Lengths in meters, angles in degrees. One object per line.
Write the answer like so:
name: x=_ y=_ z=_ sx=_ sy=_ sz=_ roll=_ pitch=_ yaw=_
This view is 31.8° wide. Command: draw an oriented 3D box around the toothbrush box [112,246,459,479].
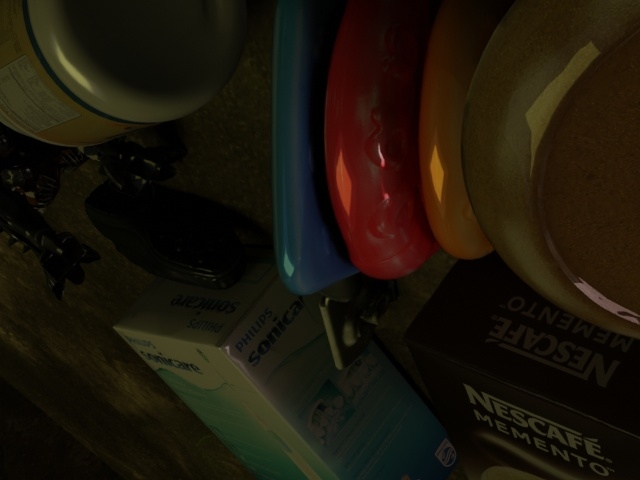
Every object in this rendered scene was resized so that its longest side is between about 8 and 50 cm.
toothbrush box: x=-0.033 y=0.149 z=1.122 sx=0.295 sy=0.126 sz=0.216 roll=50 pitch=155 yaw=-25

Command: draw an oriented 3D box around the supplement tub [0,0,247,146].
supplement tub: x=-0.154 y=-0.141 z=0.767 sx=0.144 sy=0.144 sz=0.200 roll=49 pitch=155 yaw=-21

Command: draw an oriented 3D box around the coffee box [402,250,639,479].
coffee box: x=0.183 y=0.130 z=0.705 sx=0.168 sy=0.119 sz=0.297 roll=21 pitch=151 yaw=37

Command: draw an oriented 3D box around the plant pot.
plant pot: x=0.174 y=-0.034 z=0.441 sx=0.236 sy=0.032 sz=0.236 roll=1 pitch=132 yaw=1

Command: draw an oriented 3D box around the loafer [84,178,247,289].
loafer: x=-0.144 y=0.000 z=1.086 sx=0.223 sy=0.076 sz=0.078 roll=24 pitch=151 yaw=43

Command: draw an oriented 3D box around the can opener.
can opener: x=0.000 y=0.000 z=0.880 sx=0.095 sy=0.076 sz=0.283 roll=25 pitch=151 yaw=27

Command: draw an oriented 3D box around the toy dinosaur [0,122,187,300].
toy dinosaur: x=-0.265 y=-0.076 z=0.977 sx=0.218 sy=0.164 sz=0.322 roll=41 pitch=-159 yaw=5

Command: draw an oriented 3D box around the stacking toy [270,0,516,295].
stacking toy: x=0.133 y=-0.053 z=0.532 sx=0.302 sy=0.175 sz=0.165 roll=5 pitch=99 yaw=22
